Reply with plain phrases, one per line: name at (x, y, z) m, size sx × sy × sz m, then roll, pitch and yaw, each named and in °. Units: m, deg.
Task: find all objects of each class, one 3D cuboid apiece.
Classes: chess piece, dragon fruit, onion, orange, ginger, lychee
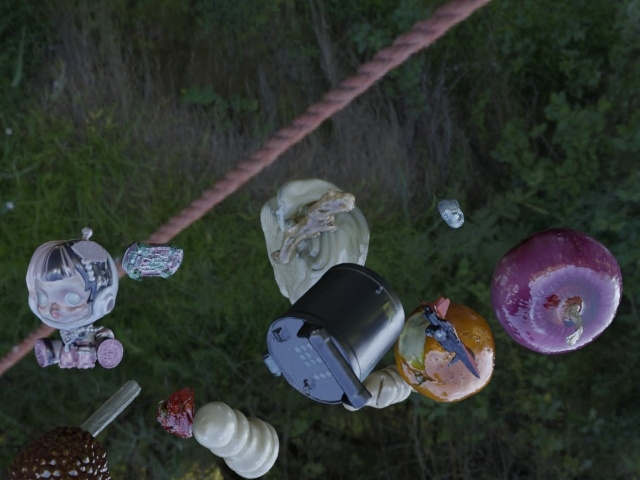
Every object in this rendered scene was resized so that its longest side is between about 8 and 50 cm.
chess piece at (-0.244, 0.541, 2.028) m, size 0.166 × 0.167 × 0.300 m, roll -15°, pitch 144°, yaw 16°
dragon fruit at (-0.410, 0.507, 2.069) m, size 0.106 × 0.162 × 0.083 m, roll 2°, pitch -155°, yaw -13°
chess piece at (0.184, 0.365, 1.845) m, size 0.307 × 0.124 × 0.138 m, roll -13°, pitch -166°, yaw -32°
onion at (0.666, 0.151, 1.997) m, size 0.358 × 0.359 × 0.345 m, roll -4°, pitch -152°, yaw -33°
orange at (0.290, 0.259, 1.710) m, size 0.239 × 0.240 × 0.240 m, roll -11°, pitch 168°, yaw -2°
ginger at (-0.023, -0.026, 1.712) m, size 0.089 × 0.075 × 0.288 m, roll 30°, pitch 125°, yaw -23°
lychee at (-0.610, 0.587, 1.716) m, size 0.271 × 0.272 × 0.271 m, roll -11°, pitch 168°, yaw -2°

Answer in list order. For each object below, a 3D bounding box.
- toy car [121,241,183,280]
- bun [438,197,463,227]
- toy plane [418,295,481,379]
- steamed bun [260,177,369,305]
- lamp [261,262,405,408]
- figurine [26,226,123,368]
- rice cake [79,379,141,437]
toy car at (-0.329, 0.035, 1.421) m, size 0.055 × 0.069 × 0.142 m, roll 29°, pitch -167°, yaw 29°
bun at (0.316, -0.069, 1.745) m, size 0.045 × 0.083 × 0.083 m, roll -31°, pitch 161°, yaw 23°
toy plane at (0.246, 0.190, 1.379) m, size 0.061 × 0.189 × 0.130 m, roll -28°, pitch -174°, yaw -9°
steamed bun at (0.000, 0.000, 1.930) m, size 0.247 × 0.339 × 0.352 m, roll -16°, pitch 158°, yaw -19°
lamp at (0.043, 0.172, 1.437) m, size 0.272 × 0.205 × 0.374 m, roll -39°, pitch -171°, yaw -24°
figurine at (-0.656, 0.163, 1.938) m, size 0.253 × 0.362 × 0.211 m, roll -6°, pitch -163°, yaw 0°
rice cake at (-0.588, 0.477, 2.025) m, size 0.052 × 0.057 × 0.256 m, roll 25°, pitch -147°, yaw 13°
